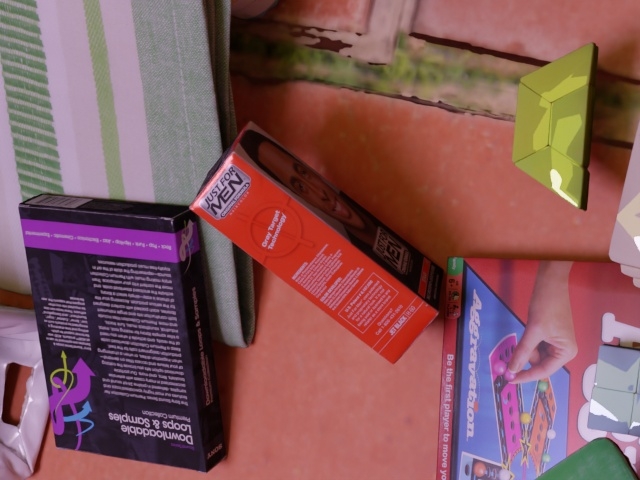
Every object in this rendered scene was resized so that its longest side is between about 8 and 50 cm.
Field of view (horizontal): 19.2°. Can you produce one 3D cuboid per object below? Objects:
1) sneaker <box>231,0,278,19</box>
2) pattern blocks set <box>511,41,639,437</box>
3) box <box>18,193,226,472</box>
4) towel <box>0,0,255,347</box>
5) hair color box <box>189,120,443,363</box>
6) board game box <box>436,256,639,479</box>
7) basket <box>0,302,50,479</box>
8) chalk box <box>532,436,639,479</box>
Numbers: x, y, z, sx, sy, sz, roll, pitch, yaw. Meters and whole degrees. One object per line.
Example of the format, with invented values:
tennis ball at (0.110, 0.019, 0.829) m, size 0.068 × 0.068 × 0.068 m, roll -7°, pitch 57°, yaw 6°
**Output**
sneaker at (-0.115, -0.223, 1.144) m, size 0.229 × 0.092 × 0.087 m, roll 41°, pitch 106°, yaw 25°
pattern blocks set at (0.234, -0.054, 0.949) m, size 0.285 × 0.026 × 0.324 m, roll -3°, pitch 84°, yaw 23°
box at (-0.118, 0.055, 1.133) m, size 0.116 × 0.029 × 0.162 m, roll 6°, pitch 110°, yaw 31°
towel at (-0.187, -0.077, 1.159) m, size 0.325 × 0.038 × 0.248 m, roll 11°, pitch 119°, yaw 29°
hair color box at (0.000, 0.000, 1.040) m, size 0.141 × 0.072 × 0.043 m, roll 37°, pitch 108°, yaw -7°
board game box at (0.130, 0.151, 1.015) m, size 0.145 × 0.027 × 0.281 m, roll 1°, pitch 87°, yaw 29°
basket at (-0.256, 0.084, 1.165) m, size 0.103 × 0.167 × 0.113 m, roll 17°, pitch 95°, yaw 34°
chalk box at (0.173, 0.234, 0.873) m, size 0.180 × 0.179 × 0.289 m, roll -37°, pitch 75°, yaw 15°
